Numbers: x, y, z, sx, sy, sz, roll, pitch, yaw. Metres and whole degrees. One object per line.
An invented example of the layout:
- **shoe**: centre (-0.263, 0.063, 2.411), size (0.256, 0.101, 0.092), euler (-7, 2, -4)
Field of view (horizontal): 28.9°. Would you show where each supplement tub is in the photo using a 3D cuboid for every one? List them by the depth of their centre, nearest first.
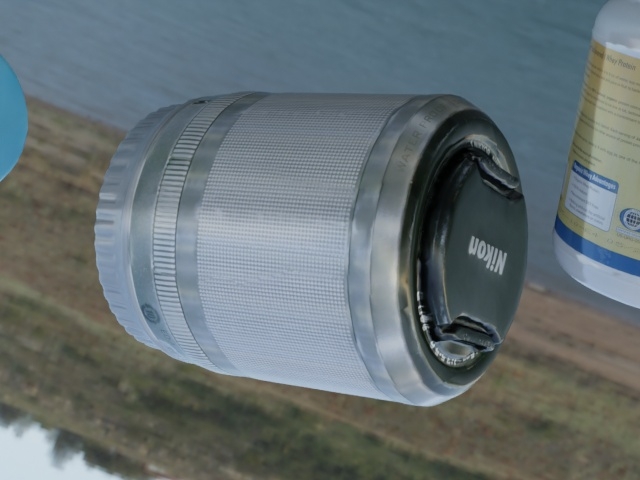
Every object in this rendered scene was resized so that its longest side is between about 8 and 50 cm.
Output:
- **supplement tub**: centre (0.225, -0.068, 0.740), size (0.144, 0.200, 0.144), euler (6, -160, -2)

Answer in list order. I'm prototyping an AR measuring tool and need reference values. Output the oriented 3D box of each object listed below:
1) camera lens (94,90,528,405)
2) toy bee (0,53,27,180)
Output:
- **camera lens**: centre (0.000, 0.000, 0.924), size (0.274, 0.219, 0.219), euler (5, 168, 31)
- **toy bee**: centre (-0.216, -0.058, 0.501), size (0.162, 0.298, 0.195), euler (6, 150, -45)
